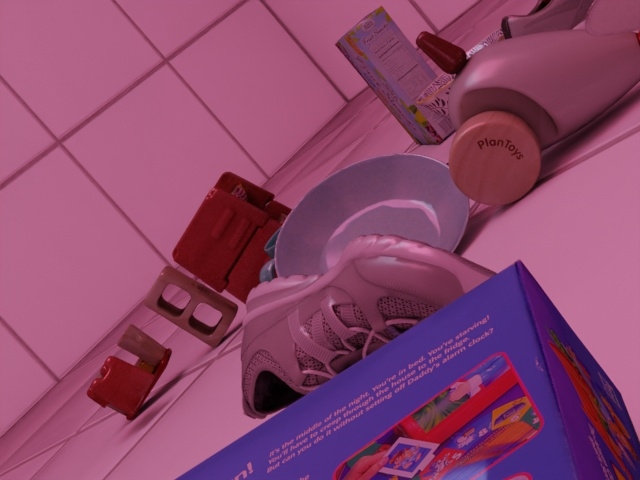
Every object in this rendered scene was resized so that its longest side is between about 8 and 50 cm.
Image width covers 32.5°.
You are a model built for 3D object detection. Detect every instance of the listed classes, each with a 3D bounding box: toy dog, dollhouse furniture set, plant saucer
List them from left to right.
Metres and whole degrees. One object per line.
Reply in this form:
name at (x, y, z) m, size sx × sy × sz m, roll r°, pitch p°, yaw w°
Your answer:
dollhouse furniture set at (-0.160, 0.104, 1.452) m, size 0.374 × 0.152 × 0.201 m, roll -57°, pitch 6°, yaw 10°
plant saucer at (0.052, -0.001, 1.034) m, size 0.195 × 0.037 × 0.195 m, roll -16°, pitch 44°, yaw 16°
toy dog at (0.221, -0.188, 0.979) m, size 0.333 × 0.161 × 0.220 m, roll -42°, pitch 16°, yaw 5°

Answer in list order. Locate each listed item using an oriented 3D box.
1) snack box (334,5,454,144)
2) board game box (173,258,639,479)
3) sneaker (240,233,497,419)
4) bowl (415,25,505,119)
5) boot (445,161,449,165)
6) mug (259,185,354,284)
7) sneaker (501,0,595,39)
snack box at (0.119, -0.242, 1.643) m, size 0.070 × 0.207 × 0.174 m, roll -42°, pitch 8°, yaw -1°
board game box at (-0.043, 0.173, 0.368) m, size 0.347 × 0.078 × 0.233 m, roll -34°, pitch 18°, yaw 16°
sneaker at (0.031, 0.077, 0.818) m, size 0.281 × 0.105 × 0.115 m, roll -26°, pitch 46°, yaw 55°
bowl at (0.215, -0.208, 1.452) m, size 0.170 × 0.080 × 0.170 m, roll -40°, pitch 7°, yaw 6°
boot at (0.170, -0.090, 1.165) m, size 0.121 × 0.045 × 0.099 m, roll -43°, pitch 2°, yaw -28°
mug at (0.010, 0.012, 1.162) m, size 0.158 × 0.097 × 0.129 m, roll -42°, pitch 8°, yaw -3°
sneaker at (0.333, -0.304, 1.322) m, size 0.271 × 0.108 × 0.100 m, roll -41°, pitch 6°, yaw -10°
